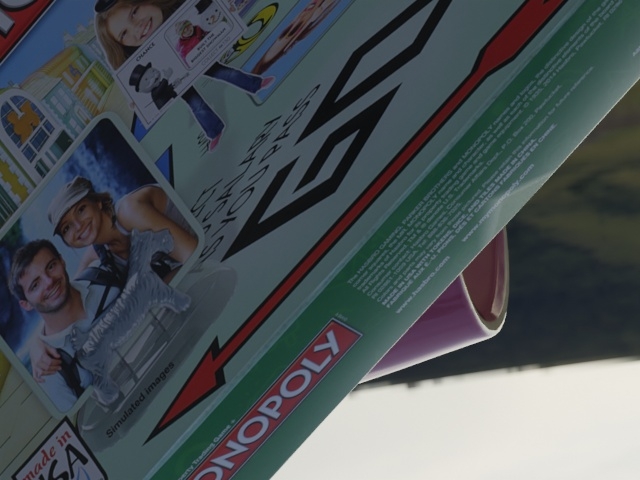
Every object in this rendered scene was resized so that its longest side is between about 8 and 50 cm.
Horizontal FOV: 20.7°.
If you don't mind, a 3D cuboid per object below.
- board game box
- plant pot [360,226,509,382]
[{"bbox_3d":[-0.007,-0.083,0.504,0.213,0.317,0.046,47,-171,37],"label":"board game box"},{"bbox_3d":[0.000,0.000,0.954,0.180,0.201,0.201,-8,-176,19],"label":"plant pot"}]
